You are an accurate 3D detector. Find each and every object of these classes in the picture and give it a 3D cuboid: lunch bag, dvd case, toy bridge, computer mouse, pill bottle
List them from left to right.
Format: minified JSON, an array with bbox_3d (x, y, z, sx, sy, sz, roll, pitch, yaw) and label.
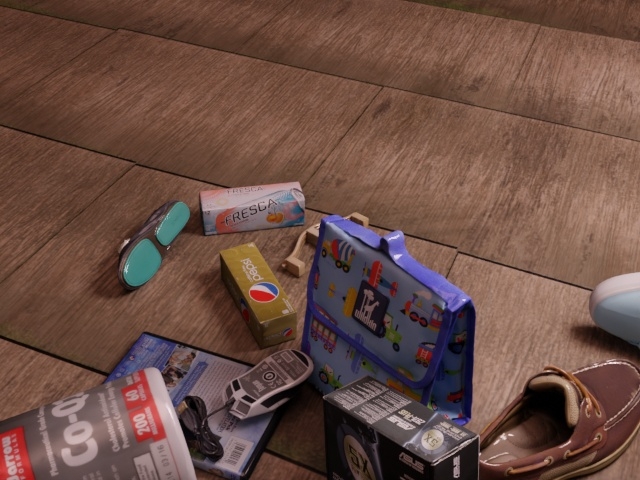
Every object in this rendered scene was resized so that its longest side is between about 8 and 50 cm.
[{"bbox_3d":[-0.299,0.268,0.936,0.283,0.161,0.161,-19,43,-16],"label":"pill bottle"},{"bbox_3d":[-0.179,0.222,1.117,0.253,0.022,0.180,14,40,16],"label":"dvd case"},{"bbox_3d":[-0.091,0.212,1.084,0.193,0.042,0.106,-26,41,-23],"label":"computer mouse"},{"bbox_3d":[0.000,0.000,1.395,0.063,0.026,0.188,28,46,33],"label":"toy bridge"},{"bbox_3d":[0.091,0.107,1.052,0.138,0.293,0.221,-29,47,-32],"label":"lunch bag"}]

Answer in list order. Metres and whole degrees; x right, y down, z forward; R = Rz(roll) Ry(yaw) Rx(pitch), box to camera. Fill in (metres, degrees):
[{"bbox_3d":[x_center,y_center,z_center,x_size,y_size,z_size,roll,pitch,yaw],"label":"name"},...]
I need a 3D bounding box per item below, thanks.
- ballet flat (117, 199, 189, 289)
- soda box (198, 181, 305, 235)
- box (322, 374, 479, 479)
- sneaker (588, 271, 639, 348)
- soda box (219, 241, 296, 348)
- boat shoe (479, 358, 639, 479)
[{"bbox_3d":[-0.290,0.009,1.350,0.074,0.074,0.203,15,47,16],"label":"ballet flat"},{"bbox_3d":[-0.121,-0.057,1.436,0.183,0.058,0.063,-7,39,-10],"label":"soda box"},{"bbox_3d":[0.090,0.263,0.935,0.077,0.147,0.180,-19,27,-36],"label":"box"},{"bbox_3d":[0.560,0.153,1.138,0.366,0.135,0.150,15,38,17],"label":"sneaker"},{"bbox_3d":[-0.100,0.082,1.263,0.061,0.058,0.181,-16,42,-20],"label":"soda box"},{"bbox_3d":[0.311,0.229,1.043,0.342,0.123,0.123,-21,44,-26],"label":"boat shoe"}]
